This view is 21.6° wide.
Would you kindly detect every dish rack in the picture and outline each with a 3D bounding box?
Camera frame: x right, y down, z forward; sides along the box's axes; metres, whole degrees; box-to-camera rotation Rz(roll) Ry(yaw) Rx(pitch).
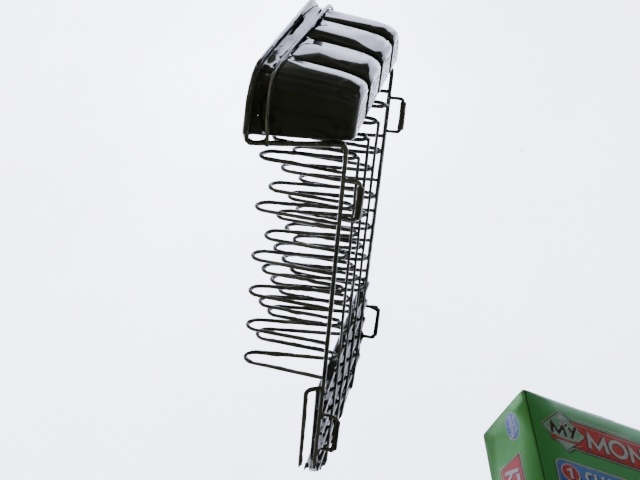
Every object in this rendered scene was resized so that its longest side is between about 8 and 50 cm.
[{"bbox_3d":[0.000,0.000,1.063,0.074,0.208,0.271,8,-69,9],"label":"dish rack"}]

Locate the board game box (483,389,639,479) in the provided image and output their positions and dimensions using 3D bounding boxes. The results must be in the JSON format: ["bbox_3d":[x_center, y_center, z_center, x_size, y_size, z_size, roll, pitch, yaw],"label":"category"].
[{"bbox_3d":[0.245,0.214,0.902,0.317,0.213,0.046,20,-54,-21],"label":"board game box"}]
